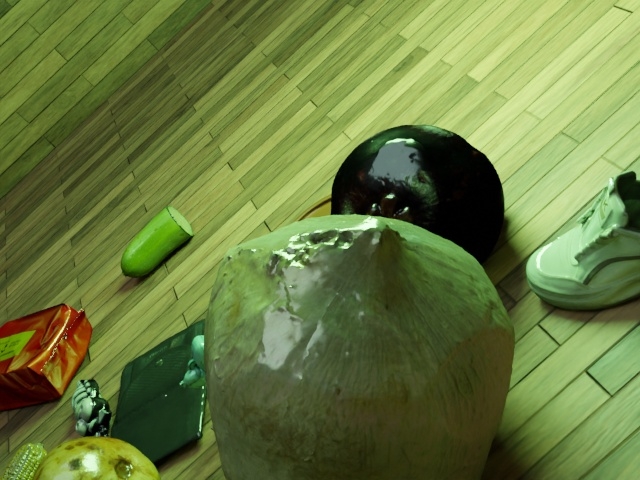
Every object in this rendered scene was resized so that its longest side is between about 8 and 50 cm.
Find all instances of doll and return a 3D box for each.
[{"bbox_3d":[-0.150,0.211,1.621,0.159,0.158,0.059,-38,27,-1],"label":"doll"},{"bbox_3d":[-0.454,0.335,1.928,0.219,0.067,0.091,30,104,60],"label":"doll"}]

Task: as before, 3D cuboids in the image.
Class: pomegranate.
[{"bbox_3d":[-0.366,0.425,1.575,0.215,0.215,0.215,-31,32,22],"label":"pomegranate"}]

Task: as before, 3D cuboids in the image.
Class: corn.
[{"bbox_3d":[-0.604,0.490,1.920,0.068,0.068,0.207,-11,43,45],"label":"corn"}]

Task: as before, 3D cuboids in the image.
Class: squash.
[{"bbox_3d":[-0.387,0.011,2.242,0.188,0.095,0.095,-40,29,9],"label":"squash"}]

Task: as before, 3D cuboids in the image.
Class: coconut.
[{"bbox_3d":[0.041,0.129,1.203,0.404,0.404,0.405,-31,32,22],"label":"coconut"}]

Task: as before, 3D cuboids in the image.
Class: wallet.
[{"bbox_3d":[-0.301,0.295,1.824,0.247,0.041,0.323,-34,33,21],"label":"wallet"}]

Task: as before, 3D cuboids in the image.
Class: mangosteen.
[{"bbox_3d":[0.159,-0.046,1.505,0.287,0.287,0.233,-28,61,27],"label":"mangosteen"}]

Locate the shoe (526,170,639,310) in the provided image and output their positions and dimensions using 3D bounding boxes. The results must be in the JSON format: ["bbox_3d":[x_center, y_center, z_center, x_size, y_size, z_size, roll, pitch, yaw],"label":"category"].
[{"bbox_3d":[0.382,-0.015,1.245,0.316,0.159,0.124,-17,40,35],"label":"shoe"}]

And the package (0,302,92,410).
[{"bbox_3d":[-0.684,0.274,2.241,0.423,0.123,0.196,-18,36,40],"label":"package"}]

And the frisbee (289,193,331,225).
[{"bbox_3d":[0.000,0.000,1.842,0.251,0.021,0.251,-32,32,23],"label":"frisbee"}]
